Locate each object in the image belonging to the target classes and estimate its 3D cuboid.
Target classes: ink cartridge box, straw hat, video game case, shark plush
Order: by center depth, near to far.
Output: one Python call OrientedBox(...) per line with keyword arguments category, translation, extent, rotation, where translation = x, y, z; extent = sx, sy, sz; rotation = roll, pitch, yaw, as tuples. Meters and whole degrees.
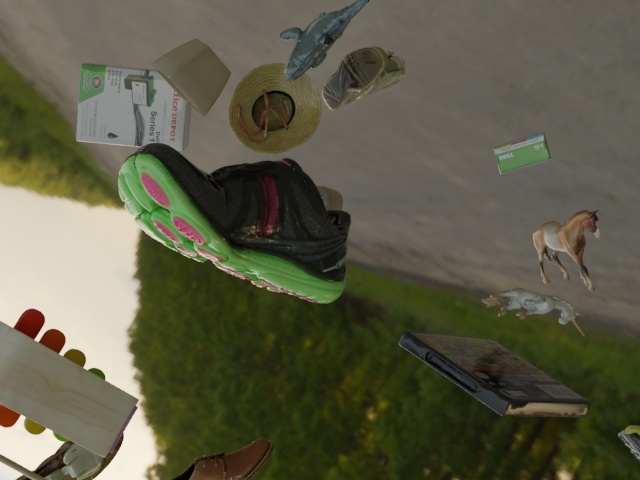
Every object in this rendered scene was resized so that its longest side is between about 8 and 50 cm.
OrientedBox(category="shark plush", translation=(0.013, -0.289, 1.519), extent=(0.073, 0.161, 0.067), rotation=(53, -159, -27))
OrientedBox(category="straw hat", translation=(-0.073, -0.195, 1.610), extent=(0.144, 0.144, 0.061), rotation=(32, 172, -5))
OrientedBox(category="video game case", translation=(0.311, 0.238, 1.876), extent=(0.275, 0.035, 0.248), rotation=(10, -163, -46))
OrientedBox(category="ink cartridge box", translation=(-0.376, -0.272, 2.152), extent=(0.219, 0.160, 0.092), rotation=(5, -171, -3))
OrientedBox(category="ink cartridge box", translation=(0.421, -0.184, 2.210), extent=(0.209, 0.109, 0.062), rotation=(-35, -71, -79))

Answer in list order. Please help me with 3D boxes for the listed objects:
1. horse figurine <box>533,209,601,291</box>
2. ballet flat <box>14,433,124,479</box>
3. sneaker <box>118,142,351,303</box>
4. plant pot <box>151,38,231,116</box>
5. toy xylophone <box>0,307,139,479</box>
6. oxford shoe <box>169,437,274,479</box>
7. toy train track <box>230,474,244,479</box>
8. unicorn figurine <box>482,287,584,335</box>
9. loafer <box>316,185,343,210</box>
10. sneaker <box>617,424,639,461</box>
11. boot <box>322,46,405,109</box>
OrientedBox(category="horse figurine", translation=(0.536, 0.016, 2.338), extent=(0.263, 0.066, 0.174), rotation=(12, 121, 70))
OrientedBox(category="ballet flat", translation=(-0.608, 0.544, 2.458), extent=(0.116, 0.342, 0.124), rotation=(59, 176, -4))
OrientedBox(category="sneaker", translation=(-0.123, -0.053, 1.656), extent=(0.185, 0.202, 0.483), rotation=(11, 168, 40))
OrientedBox(category="plant pot", translation=(-0.232, -0.311, 1.961), extent=(0.109, 0.096, 0.109), rotation=(48, 177, -33))
OrientedBox(category="toy xylophone", translation=(-0.461, 0.278, 1.769), extent=(0.323, 0.236, 0.081), rotation=(45, 161, -27))
OrientedBox(category="oxford shoe", translation=(-0.180, 0.405, 1.867), extent=(0.076, 0.212, 0.076), rotation=(58, 180, -18))
OrientedBox(category="toy train track", translation=(-0.146, 0.410, 1.734), extent=(0.014, 0.048, 0.083), rotation=(67, -153, -21))
OrientedBox(category="unicorn figurine", translation=(0.370, 0.113, 1.832), extent=(0.111, 0.060, 0.162), rotation=(-9, -149, -41))
OrientedBox(category="loafer", translation=(0.000, 0.000, 2.380), extent=(0.092, 0.269, 0.102), rotation=(-13, -143, -40))
OrientedBox(category="sneaker", translation=(0.580, 0.340, 1.806), extent=(0.208, 0.094, 0.081), rotation=(27, -157, -54))
OrientedBox(category="boot", translation=(0.114, -0.351, 2.168), extent=(0.077, 0.165, 0.213), rotation=(62, 147, 5))
